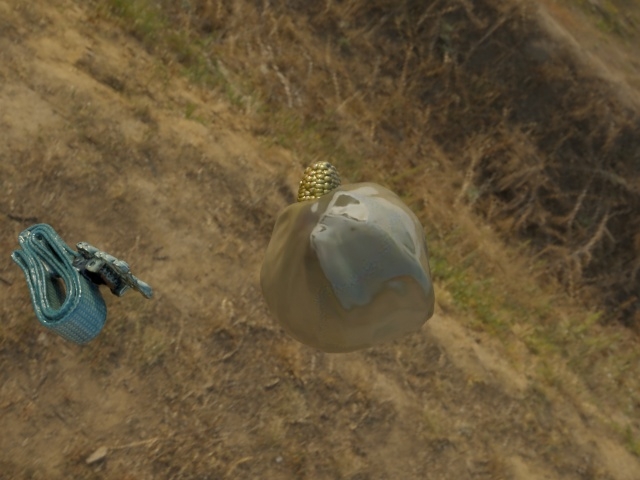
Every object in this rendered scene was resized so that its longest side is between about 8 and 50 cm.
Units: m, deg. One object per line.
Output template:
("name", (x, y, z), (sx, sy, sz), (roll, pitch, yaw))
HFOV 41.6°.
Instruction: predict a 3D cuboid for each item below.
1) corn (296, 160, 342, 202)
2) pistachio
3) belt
("corn", (0.000, 0.000, 1.498), (0.101, 0.101, 0.291), (10, 75, -36))
("pistachio", (0.033, 0.048, 1.067), (0.226, 0.332, 0.207), (31, 65, 3))
("belt", (-0.256, 0.029, 0.865), (0.179, 0.100, 0.065), (40, -9, 44))
